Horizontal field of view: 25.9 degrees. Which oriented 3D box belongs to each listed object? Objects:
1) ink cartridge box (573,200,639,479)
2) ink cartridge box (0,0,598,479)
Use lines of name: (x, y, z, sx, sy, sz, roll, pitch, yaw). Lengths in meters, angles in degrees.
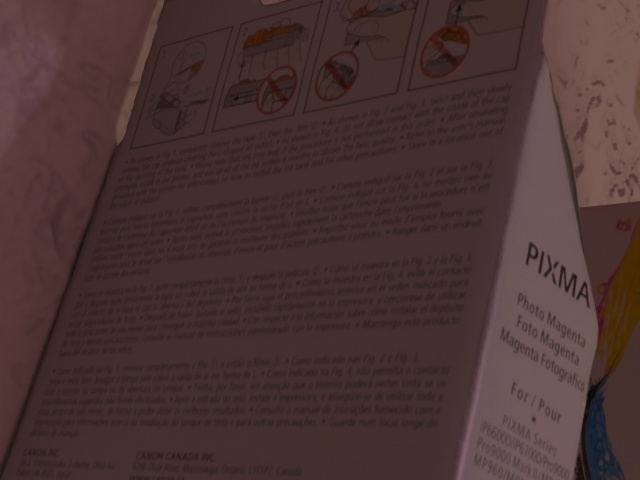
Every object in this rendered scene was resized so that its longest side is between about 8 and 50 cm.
ink cartridge box: (0.161, 0.087, 0.573, 0.171, 0.232, 0.168, 27, 66, -42)
ink cartridge box: (0.000, 0.000, 0.443, 0.066, 0.189, 0.232, 39, 58, -38)
